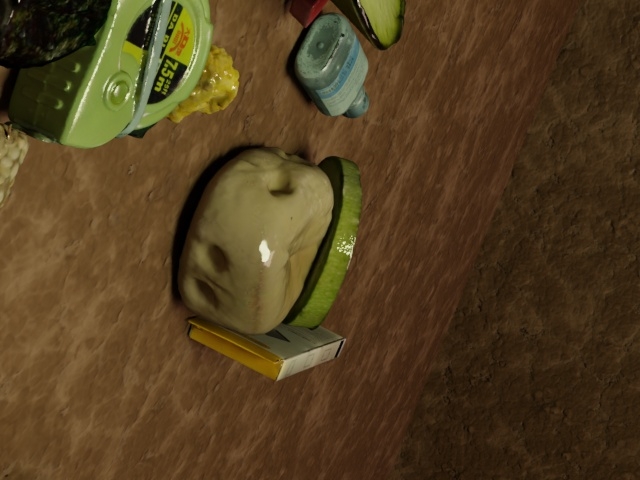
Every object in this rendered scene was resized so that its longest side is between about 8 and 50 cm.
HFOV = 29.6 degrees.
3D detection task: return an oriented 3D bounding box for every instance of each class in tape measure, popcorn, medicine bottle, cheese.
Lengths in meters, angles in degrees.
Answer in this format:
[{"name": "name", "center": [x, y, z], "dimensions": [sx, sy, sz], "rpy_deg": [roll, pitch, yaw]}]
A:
[{"name": "tape measure", "center": [-0.153, -0.157, 0.933], "dimensions": [0.154, 0.087, 0.177], "rpy_deg": [8, 106, -60]}, {"name": "popcorn", "center": [-0.119, -0.155, 1.090], "dimensions": [0.084, 0.084, 0.084], "rpy_deg": [-54, 160, -30]}, {"name": "medicine bottle", "center": [0.020, -0.196, 1.440], "dimensions": [0.090, 0.054, 0.208], "rpy_deg": [-64, 164, -6]}, {"name": "cheese", "center": [-0.067, -0.005, 1.359], "dimensions": [0.218, 0.117, 0.235], "rpy_deg": [-60, 166, -19]}]

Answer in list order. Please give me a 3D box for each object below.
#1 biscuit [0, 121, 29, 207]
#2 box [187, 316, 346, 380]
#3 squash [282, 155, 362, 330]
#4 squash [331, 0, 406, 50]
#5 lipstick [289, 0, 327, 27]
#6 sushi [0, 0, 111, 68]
[{"name": "biscuit", "center": [-0.265, -0.055, 0.785], "dimensions": [0.168, 0.070, 0.082], "rpy_deg": [-3, 114, -68]}, {"name": "box", "center": [-0.068, 0.124, 1.517], "dimensions": [0.033, 0.129, 0.247], "rpy_deg": [-68, 161, 10]}, {"name": "squash", "center": [-0.005, -0.001, 1.487], "dimensions": [0.219, 0.041, 0.219], "rpy_deg": [-167, -90, -75]}, {"name": "squash", "center": [0.048, -0.312, 1.198], "dimensions": [0.237, 0.155, 0.204], "rpy_deg": [-17, 132, -66]}, {"name": "lipstick", "center": [0.056, -0.352, 1.332], "dimensions": [0.312, 0.051, 0.051], "rpy_deg": [-53, 162, -26]}, {"name": "sushi", "center": [-0.179, -0.214, 0.718], "dimensions": [0.127, 0.124, 0.225], "rpy_deg": [-25, 132, -65]}]
